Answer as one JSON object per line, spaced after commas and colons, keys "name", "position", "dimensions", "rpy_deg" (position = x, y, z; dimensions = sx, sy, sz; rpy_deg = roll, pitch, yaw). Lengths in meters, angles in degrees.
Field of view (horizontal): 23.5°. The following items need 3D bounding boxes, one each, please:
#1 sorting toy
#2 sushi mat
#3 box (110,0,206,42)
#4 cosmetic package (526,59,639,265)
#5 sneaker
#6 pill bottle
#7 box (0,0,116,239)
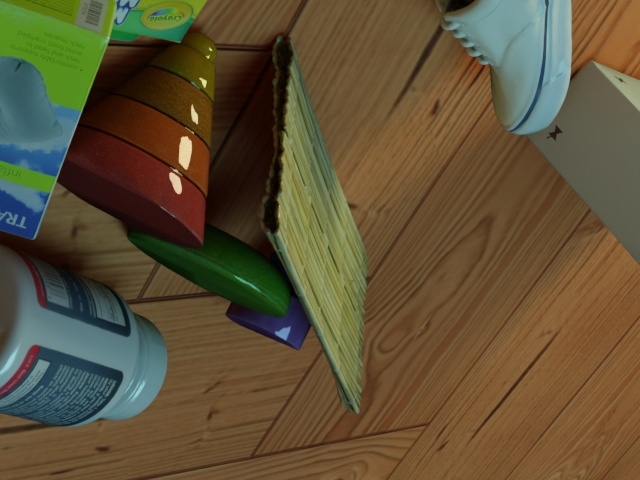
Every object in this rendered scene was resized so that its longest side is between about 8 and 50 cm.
{"name": "sorting toy", "position": [-0.064, -0.033, 1.081], "dimensions": [0.126, 0.127, 0.365], "rpy_deg": [-64, 155, -11]}
{"name": "sushi mat", "position": [0.000, 0.000, 1.131], "dimensions": [0.019, 0.151, 0.316], "rpy_deg": [-1, 152, 12]}
{"name": "box", "position": [-0.093, -0.180, 0.869], "dimensions": [0.105, 0.043, 0.179], "rpy_deg": [3, 134, -47]}
{"name": "cosmetic package", "position": [0.378, 0.025, 1.297], "dimensions": [0.284, 0.377, 0.097], "rpy_deg": [7, 129, -50]}
{"name": "sneaker", "position": [0.124, -0.169, 1.077], "dimensions": [0.091, 0.094, 0.258], "rpy_deg": [-12, 142, -5]}
{"name": "pill bottle", "position": [-0.189, 0.072, 1.061], "dimensions": [0.108, 0.108, 0.180], "rpy_deg": [-43, 149, 12]}
{"name": "box", "position": [-0.193, -0.074, 0.870], "dimensions": [0.109, 0.042, 0.178], "rpy_deg": [18, 129, -13]}
